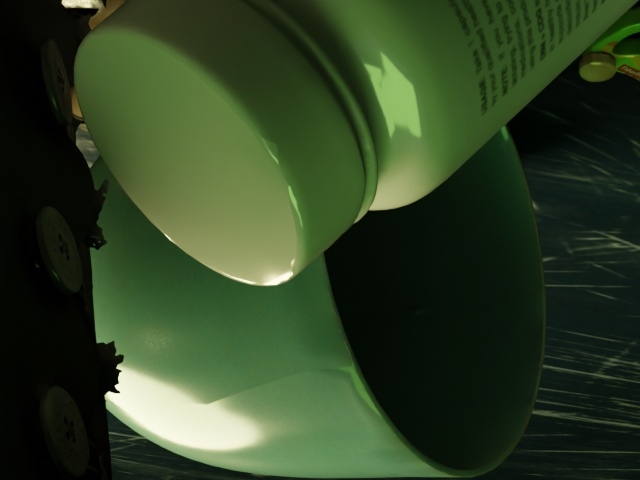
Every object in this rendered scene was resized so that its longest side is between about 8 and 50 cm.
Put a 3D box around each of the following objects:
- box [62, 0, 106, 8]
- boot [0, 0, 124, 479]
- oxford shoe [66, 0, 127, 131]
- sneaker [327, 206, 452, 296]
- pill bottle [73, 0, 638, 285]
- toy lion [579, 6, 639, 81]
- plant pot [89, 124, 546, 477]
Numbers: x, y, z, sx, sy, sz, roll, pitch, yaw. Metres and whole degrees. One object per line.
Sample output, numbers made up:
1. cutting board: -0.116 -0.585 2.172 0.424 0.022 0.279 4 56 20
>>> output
1. box: -0.144 -0.179 1.025 0.052 0.083 0.062 1 157 8
2. boot: -0.192 -0.052 0.767 0.146 0.445 0.367 -9 159 21
3. oxford shoe: -0.125 -0.135 1.164 0.096 0.083 0.227 39 153 -10
4. sneaker: 0.000 0.000 1.373 0.295 0.124 0.109 -9 154 32
5. pill bottle: 0.035 -0.116 0.840 0.160 0.283 0.160 33 148 24
6. toy lion: 0.224 -0.121 1.156 0.100 0.034 0.096 19 147 -29
7. plant pot: -0.025 0.017 1.188 0.235 0.293 0.293 -11 153 30
